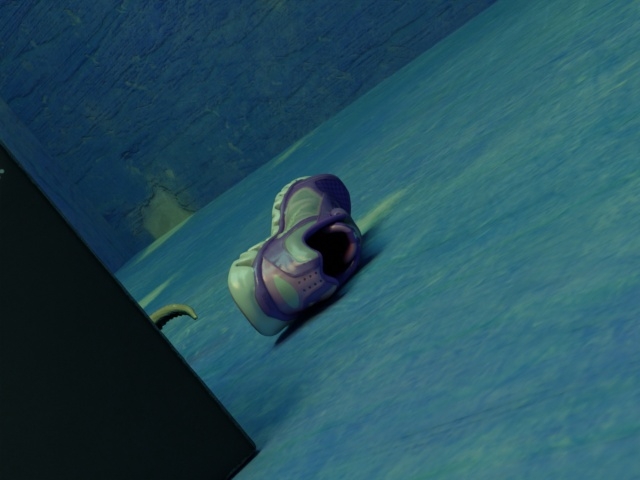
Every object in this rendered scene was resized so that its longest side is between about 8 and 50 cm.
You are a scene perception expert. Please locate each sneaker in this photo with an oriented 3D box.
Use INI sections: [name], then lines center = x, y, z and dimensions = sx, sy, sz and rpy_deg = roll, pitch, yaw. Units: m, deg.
[sneaker]
center = 0.000, 0.000, 1.147
dimensions = 0.104, 0.095, 0.236
rpy_deg = -27, 18, 29

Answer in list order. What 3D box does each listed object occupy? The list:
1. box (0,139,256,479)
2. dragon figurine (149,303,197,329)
[box]
center = -0.241, 0.101, 0.912
dimensions = 0.183, 0.296, 0.294
rpy_deg = -42, 8, -19
[dragon figurine]
center = -0.245, 0.158, 1.349
dimensions = 0.289, 0.144, 0.085
rpy_deg = -17, 12, 13
